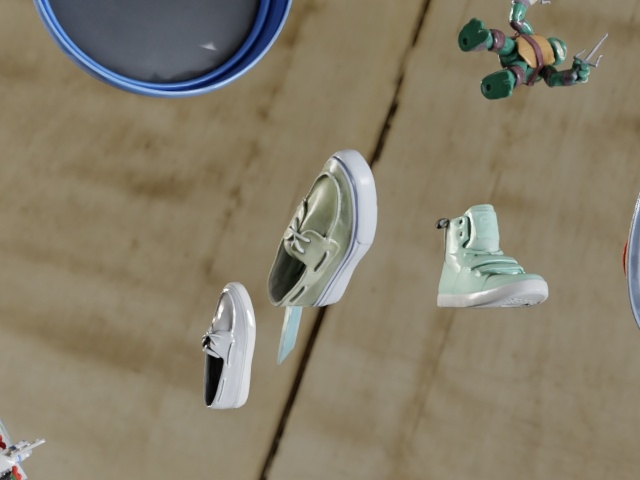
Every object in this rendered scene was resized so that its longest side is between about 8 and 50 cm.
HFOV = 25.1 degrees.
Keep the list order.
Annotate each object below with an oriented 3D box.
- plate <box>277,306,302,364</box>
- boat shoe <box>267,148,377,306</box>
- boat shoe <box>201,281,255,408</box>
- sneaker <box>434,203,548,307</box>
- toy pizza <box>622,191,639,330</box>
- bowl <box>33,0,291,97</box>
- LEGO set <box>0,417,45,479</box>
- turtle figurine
[{"bbox_3d":[-0.047,0.123,2.461,0.024,0.188,0.188,10,-10,-2],"label":"plate"},{"bbox_3d":[0.000,0.000,1.925,0.094,0.109,0.302,-16,-34,-25],"label":"boat shoe"},{"bbox_3d":[-0.137,0.150,2.026,0.063,0.184,0.066,-7,22,-38],"label":"boat shoe"},{"bbox_3d":[0.235,0.021,2.027,0.094,0.151,0.256,3,-3,-22],"label":"sneaker"},{"bbox_3d":[0.299,-0.010,1.168,0.032,0.201,0.201,16,-10,43],"label":"toy pizza"},{"bbox_3d":[-0.233,-0.391,2.069,0.391,0.391,0.077,22,-15,-16],"label":"bowl"},{"bbox_3d":[-0.254,0.177,1.208,0.244,0.060,0.182,54,-14,43],"label":"LEGO set"},{"bbox_3d":[0.298,-0.266,2.009,0.234,0.118,0.175,-20,63,-43],"label":"turtle figurine"}]
